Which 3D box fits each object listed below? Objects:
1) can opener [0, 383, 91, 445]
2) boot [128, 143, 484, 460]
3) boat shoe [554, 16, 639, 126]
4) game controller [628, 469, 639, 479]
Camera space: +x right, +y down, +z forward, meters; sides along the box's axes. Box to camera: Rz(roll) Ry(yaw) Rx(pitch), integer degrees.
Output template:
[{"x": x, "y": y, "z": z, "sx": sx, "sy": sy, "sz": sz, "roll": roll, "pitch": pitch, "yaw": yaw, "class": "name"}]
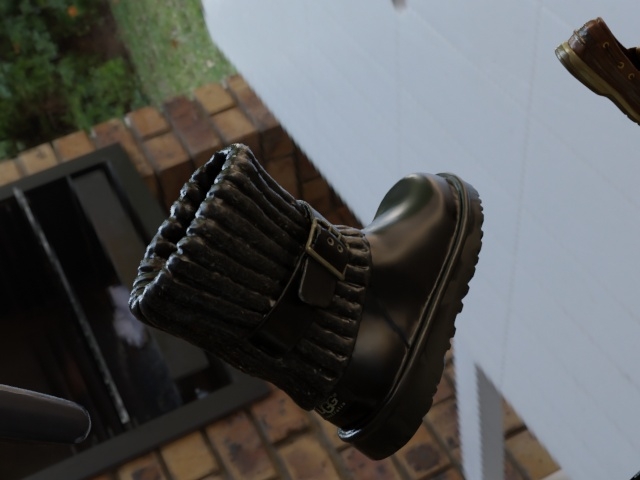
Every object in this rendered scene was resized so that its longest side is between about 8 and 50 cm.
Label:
[{"x": -0.199, "y": 0.077, "z": 0.512, "sx": 0.059, "sy": 0.186, "sz": 0.073, "roll": -4, "pitch": 69, "yaw": 53, "class": "can opener"}, {"x": 0.002, "y": -0.002, "z": 0.920, "sx": 0.260, "sy": 0.348, "sz": 0.131, "roll": 35, "pitch": 130, "yaw": -11, "class": "boot"}, {"x": 0.317, "y": -0.161, "z": 1.035, "sx": 0.178, "sy": 0.060, "sz": 0.064, "roll": 29, "pitch": -151, "yaw": -26, "class": "boat shoe"}, {"x": 0.247, "y": 0.089, "z": 0.475, "sx": 0.067, "sy": 0.319, "sz": 0.166, "roll": 45, "pitch": -176, "yaw": -19, "class": "game controller"}]
